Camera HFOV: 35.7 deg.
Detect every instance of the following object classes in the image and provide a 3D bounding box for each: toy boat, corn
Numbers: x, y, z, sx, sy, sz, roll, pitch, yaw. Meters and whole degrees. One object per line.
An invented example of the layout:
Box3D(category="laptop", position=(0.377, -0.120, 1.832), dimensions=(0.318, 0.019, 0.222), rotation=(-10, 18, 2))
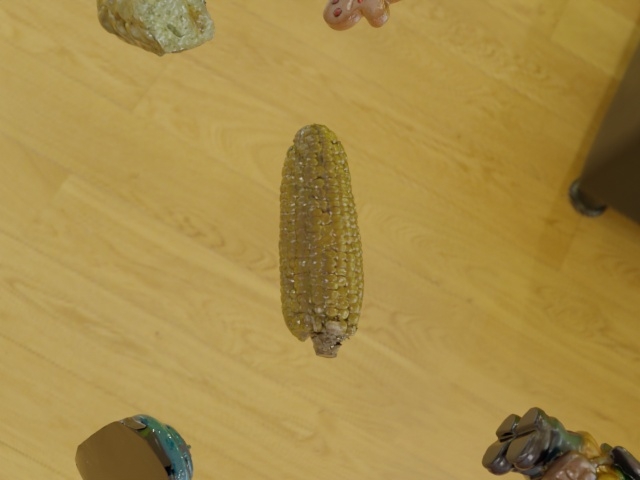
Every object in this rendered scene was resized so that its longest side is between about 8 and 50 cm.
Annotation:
Box3D(category="toy boat", position=(-0.222, 0.287, 1.284), dimensions=(0.092, 0.299, 0.134), rotation=(-24, 84, -35))
Box3D(category="corn", position=(0.000, 0.000, 1.365), dimensions=(0.119, 0.119, 0.322), rotation=(2, 82, -14))

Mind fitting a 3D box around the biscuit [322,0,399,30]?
Box3D(category="biscuit", position=(0.108, -0.479, 1.876), dimensions=(0.036, 0.250, 0.165), rotation=(36, 39, -47))

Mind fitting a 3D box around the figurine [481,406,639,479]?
Box3D(category="figurine", position=(0.399, 0.344, 1.363), dimensions=(0.204, 0.185, 0.332), rotation=(-41, 90, -28))

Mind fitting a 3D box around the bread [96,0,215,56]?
Box3D(category="bread", position=(-0.310, -0.409, 1.794), dimensions=(0.152, 0.267, 0.130), rotation=(27, 90, -36))
